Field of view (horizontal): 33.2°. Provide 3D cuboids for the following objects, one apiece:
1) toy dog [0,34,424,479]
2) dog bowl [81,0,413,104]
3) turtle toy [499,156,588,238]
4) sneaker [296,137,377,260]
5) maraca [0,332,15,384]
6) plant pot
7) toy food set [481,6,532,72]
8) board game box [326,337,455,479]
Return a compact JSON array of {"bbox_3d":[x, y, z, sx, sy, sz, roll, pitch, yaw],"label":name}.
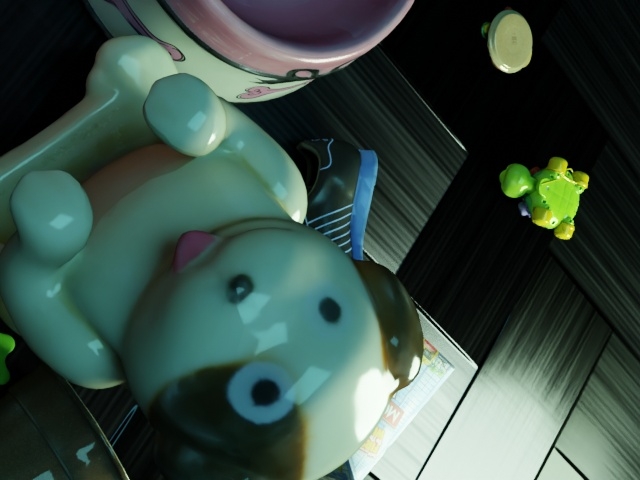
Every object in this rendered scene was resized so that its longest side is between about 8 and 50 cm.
[{"bbox_3d":[-0.115,0.056,0.887,0.284,0.408,0.396,-30,122,-23],"label":"toy dog"},{"bbox_3d":[-0.052,-0.342,1.074,0.407,0.150,0.408,-4,97,-36],"label":"dog bowl"},{"bbox_3d":[0.292,-0.062,1.414,0.130,0.066,0.095,26,79,-35],"label":"turtle toy"},{"bbox_3d":[0.000,0.000,1.187,0.090,0.081,0.232,12,76,-15],"label":"sneaker"},{"bbox_3d":[-0.343,0.101,0.932,0.185,0.099,0.127,-29,99,-56],"label":"maraca"},{"bbox_3d":[-0.277,0.218,0.960,0.165,0.167,0.167,-32,113,-23],"label":"plant pot"},{"bbox_3d":[0.244,-0.259,1.387,0.083,0.020,0.083,-27,110,-32],"label":"toy food set"},{"bbox_3d":[0.042,0.175,1.252,0.194,0.060,0.194,43,69,-32],"label":"board game box"}]
